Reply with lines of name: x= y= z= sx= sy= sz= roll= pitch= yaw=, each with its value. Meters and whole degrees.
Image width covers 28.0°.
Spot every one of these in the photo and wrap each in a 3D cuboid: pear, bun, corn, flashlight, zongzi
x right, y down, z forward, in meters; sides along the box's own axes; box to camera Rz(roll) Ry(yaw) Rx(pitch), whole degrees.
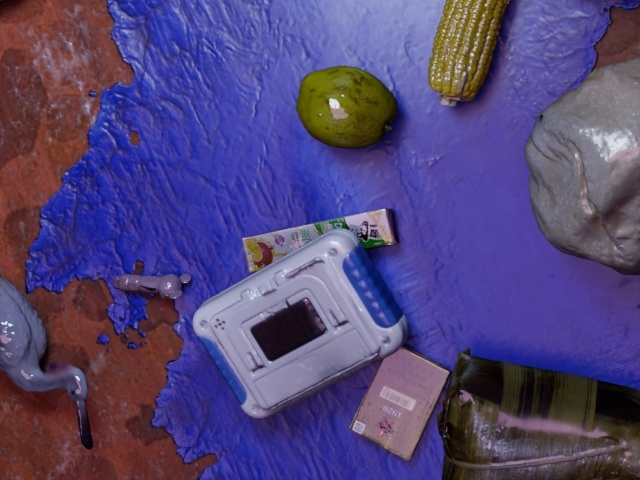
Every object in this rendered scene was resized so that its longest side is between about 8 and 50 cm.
pear: x=0.032 y=-0.169 z=1.643 sx=0.131 sy=0.107 sz=0.107 roll=24 pitch=98 yaw=16
bun: x=0.356 y=-0.101 z=1.508 sx=0.204 sy=0.281 sz=0.282 roll=31 pitch=101 yaw=36
corn: x=0.192 y=-0.283 z=1.611 sx=0.080 sy=0.080 sz=0.238 roll=19 pitch=95 yaw=12
flashlight: x=-0.232 y=0.063 z=1.760 sx=0.110 sy=0.052 sz=0.031 roll=3 pitch=129 yaw=20
zongzi: x=0.277 y=0.301 z=1.606 sx=0.285 sy=0.134 sz=0.288 roll=11 pitch=109 yaw=9

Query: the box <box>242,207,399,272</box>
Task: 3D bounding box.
box: x=0.000 y=0.000 z=1.692 sx=0.207 sy=0.041 sz=0.050 roll=-12 pitch=91 yaw=15

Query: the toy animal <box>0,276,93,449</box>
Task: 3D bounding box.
toy animal: x=-0.427 y=0.145 z=1.782 sx=0.324 sy=0.090 sz=0.195 roll=16 pitch=103 yaw=22

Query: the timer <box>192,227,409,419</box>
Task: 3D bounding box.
timer: x=-0.030 y=0.113 z=1.665 sx=0.253 sy=0.078 sz=0.178 roll=-30 pitch=96 yaw=21

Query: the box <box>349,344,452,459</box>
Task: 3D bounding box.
box: x=0.105 y=0.209 z=1.687 sx=0.090 sy=0.023 sz=0.133 roll=26 pitch=99 yaw=13
